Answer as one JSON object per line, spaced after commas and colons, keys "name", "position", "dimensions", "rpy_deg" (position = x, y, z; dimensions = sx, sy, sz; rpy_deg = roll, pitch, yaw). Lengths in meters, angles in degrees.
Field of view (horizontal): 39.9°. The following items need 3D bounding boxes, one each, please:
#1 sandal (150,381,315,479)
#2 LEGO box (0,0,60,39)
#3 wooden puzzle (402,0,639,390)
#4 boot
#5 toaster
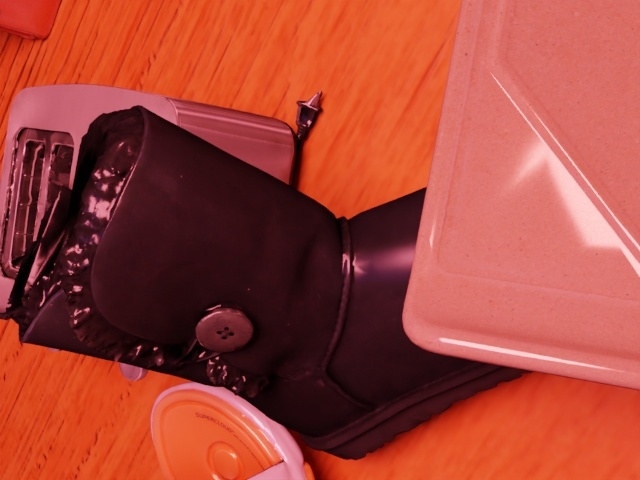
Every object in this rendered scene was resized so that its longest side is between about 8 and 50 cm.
{"name": "sandal", "position": [-0.038, 0.204, 0.473], "dimensions": [0.102, 0.076, 0.265], "rpy_deg": [-27, 82, 35]}
{"name": "LEGO box", "position": [-0.466, -0.335, 0.603], "dimensions": [0.373, 0.500, 0.193], "rpy_deg": [33, 108, 35]}
{"name": "wooden puzzle", "position": [0.157, -0.056, 0.320], "dimensions": [0.221, 0.044, 0.238], "rpy_deg": [8, 75, 18]}
{"name": "boot", "position": [0.000, 0.000, 0.391], "dimensions": [0.246, 0.207, 0.094], "rpy_deg": [-42, 35, 31]}
{"name": "toaster", "position": [-0.107, -0.014, 0.546], "dimensions": [0.168, 0.110, 0.185], "rpy_deg": [12, 94, 37]}
